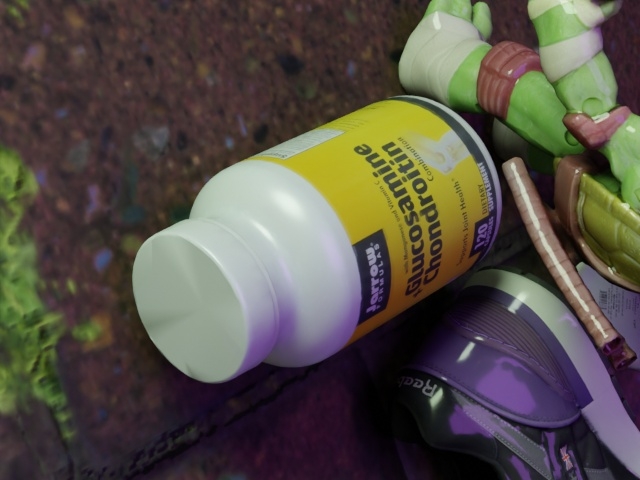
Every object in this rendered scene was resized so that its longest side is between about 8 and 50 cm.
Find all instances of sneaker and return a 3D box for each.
[{"bbox_3d":[0.136,0.160,0.806,0.124,0.107,0.283,-46,107,-27],"label":"sneaker"}]

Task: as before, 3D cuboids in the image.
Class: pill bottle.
[{"bbox_3d":[0.000,0.000,0.691,0.184,0.103,0.103,-28,101,-43],"label":"pill bottle"}]

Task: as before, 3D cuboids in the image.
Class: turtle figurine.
[{"bbox_3d":[0.183,-0.088,0.745,0.197,0.266,0.275,-9,114,-28],"label":"turtle figurine"}]

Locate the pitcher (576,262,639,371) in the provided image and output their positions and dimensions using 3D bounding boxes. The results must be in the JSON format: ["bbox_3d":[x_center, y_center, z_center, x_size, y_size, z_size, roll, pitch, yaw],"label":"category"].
[{"bbox_3d":[0.238,0.026,0.913,0.207,0.125,0.178,-37,122,-53],"label":"pitcher"}]
